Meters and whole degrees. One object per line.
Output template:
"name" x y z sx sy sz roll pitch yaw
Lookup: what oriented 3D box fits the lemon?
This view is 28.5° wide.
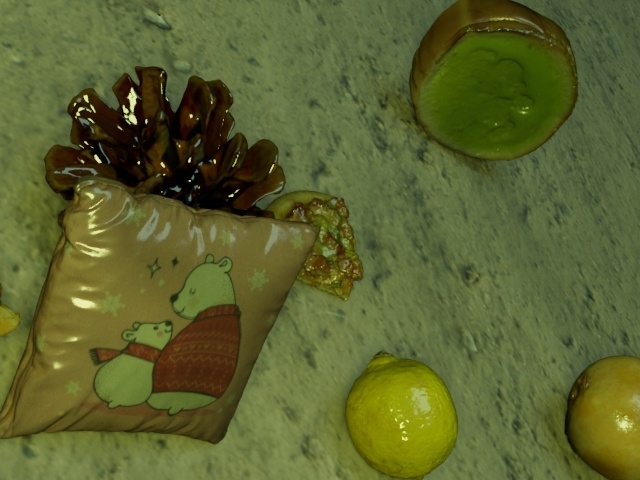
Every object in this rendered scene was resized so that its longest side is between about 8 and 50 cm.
"lemon" 0.078 0.171 1.230 0.109 0.109 0.133 -10 78 -52

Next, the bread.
"bread" 0.229 -0.211 1.677 0.236 0.236 0.070 31 38 -23

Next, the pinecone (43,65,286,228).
"pinecone" -0.137 -0.058 1.146 0.229 0.202 0.201 -75 149 -52

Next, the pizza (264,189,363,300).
"pizza" 0.000 -0.001 1.372 0.134 0.046 0.175 44 33 -4

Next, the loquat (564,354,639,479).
"loquat" 0.359 0.210 1.475 0.163 0.137 0.163 30 21 -13

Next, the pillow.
"pillow" -0.132 0.068 1.029 0.236 0.223 0.084 10 18 -37

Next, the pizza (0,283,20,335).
"pizza" -0.346 -0.037 0.963 0.305 0.085 0.161 42 15 -8
